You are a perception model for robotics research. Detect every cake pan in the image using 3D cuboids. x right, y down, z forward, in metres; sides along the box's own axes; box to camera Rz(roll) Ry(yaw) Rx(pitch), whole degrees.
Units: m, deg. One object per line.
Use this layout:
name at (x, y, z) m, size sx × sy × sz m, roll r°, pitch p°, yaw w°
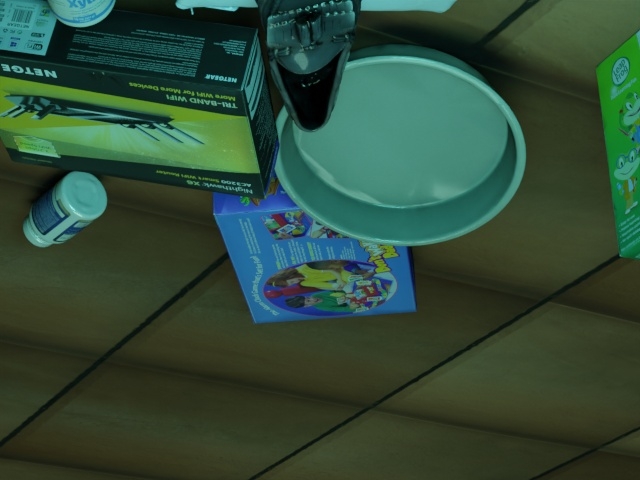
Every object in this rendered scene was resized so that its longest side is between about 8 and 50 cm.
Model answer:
cake pan at (0.090, -0.113, 1.977) m, size 0.293 × 0.054 × 0.293 m, roll 3°, pitch 136°, yaw 3°

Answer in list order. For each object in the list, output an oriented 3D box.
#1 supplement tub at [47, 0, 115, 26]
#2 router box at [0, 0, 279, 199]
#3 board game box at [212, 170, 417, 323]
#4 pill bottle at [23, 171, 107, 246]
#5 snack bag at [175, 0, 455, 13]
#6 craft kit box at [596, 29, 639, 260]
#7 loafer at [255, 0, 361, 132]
supplement tub at (-0.247, -0.268, 1.706) m, size 0.071 × 0.071 × 0.107 m, roll -4°, pitch 155°, yaw 4°
router box at (-0.210, -0.153, 1.856) m, size 0.309 × 0.081 × 0.243 m, roll 9°, pitch 155°, yaw 10°
board game box at (0.000, 0.000, 2.261) m, size 0.233 × 0.078 × 0.347 m, roll -5°, pitch 154°, yaw 4°
pill bottle at (-0.328, -0.036, 2.172) m, size 0.067 × 0.067 × 0.120 m, roll 17°, pitch 148°, yaw -33°
snack bag at (0.058, -0.299, 1.644) m, size 0.323 × 0.037 × 0.342 m, roll -2°, pitch 164°, yaw -23°
craft kit box at (0.397, -0.137, 1.830) m, size 0.061 × 0.246 × 0.250 m, roll 13°, pitch 149°, yaw -23°
loafer at (-0.006, -0.197, 1.728) m, size 0.109 × 0.095 × 0.302 m, roll -8°, pitch 165°, yaw -2°
